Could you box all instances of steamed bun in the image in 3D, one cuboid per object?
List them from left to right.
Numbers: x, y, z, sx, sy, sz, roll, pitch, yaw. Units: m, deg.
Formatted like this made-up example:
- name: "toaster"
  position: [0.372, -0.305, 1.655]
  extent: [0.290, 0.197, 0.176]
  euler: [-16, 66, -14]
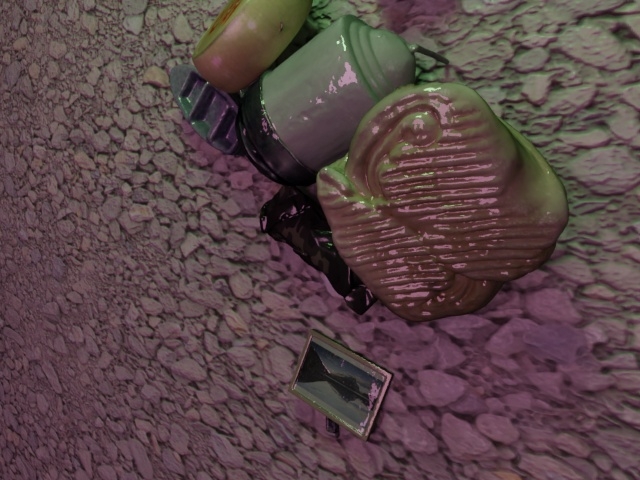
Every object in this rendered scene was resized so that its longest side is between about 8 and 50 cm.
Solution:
- name: "steamed bun"
  position: [0.172, -0.063, 0.710]
  extent: [0.324, 0.219, 0.309]
  euler: [45, 123, -6]

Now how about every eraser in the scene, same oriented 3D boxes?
- name: "eraser"
  position: [0.024, 0.369, 0.988]
  extent: [0.027, 0.019, 0.099]
  euler: [1, 94, 34]

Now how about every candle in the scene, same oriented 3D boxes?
- name: "candle"
  position: [0.028, -0.245, 0.809]
  extent: [0.342, 0.221, 0.221]
  euler: [-27, 79, 33]

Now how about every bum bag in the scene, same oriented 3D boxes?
- name: "bum bag"
  position: [0.000, 0.000, 0.928]
  extent: [0.340, 0.095, 0.144]
  euler: [38, 121, 32]

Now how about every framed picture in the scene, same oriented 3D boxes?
- name: "framed picture"
  position: [0.036, 0.293, 0.961]
  extent: [0.203, 0.015, 0.150]
  euler: [24, 97, 30]

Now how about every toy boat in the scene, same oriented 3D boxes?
- name: "toy boat"
  position: [-0.254, -0.311, 1.084]
  extent: [0.283, 0.078, 0.127]
  euler: [47, 118, 22]

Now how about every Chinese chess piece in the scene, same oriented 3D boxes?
- name: "Chinese chess piece"
  position: [-0.133, -0.411, 0.899]
  extent: [0.273, 0.102, 0.273]
  euler: [-33, 36, 28]
